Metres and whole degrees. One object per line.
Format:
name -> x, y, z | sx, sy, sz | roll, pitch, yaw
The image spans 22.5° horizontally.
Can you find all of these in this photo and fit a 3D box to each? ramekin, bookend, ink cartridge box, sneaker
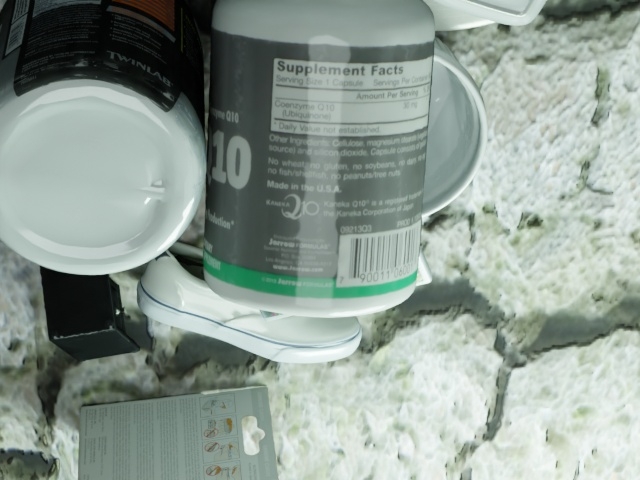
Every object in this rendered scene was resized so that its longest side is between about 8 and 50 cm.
ramekin -> 0.064, -0.130, 1.662 | 0.207, 0.109, 0.207 | -2, 123, -3
bookend -> -0.254, 0.041, 1.752 | 0.072, 0.156, 0.157 | -9, 166, 1
ink cartridge box -> -0.163, 0.250, 1.838 | 0.225, 0.181, 0.056 | -5, 123, -4
sneaker -> -0.072, 0.066, 1.781 | 0.258, 0.094, 0.091 | 13, 124, -12

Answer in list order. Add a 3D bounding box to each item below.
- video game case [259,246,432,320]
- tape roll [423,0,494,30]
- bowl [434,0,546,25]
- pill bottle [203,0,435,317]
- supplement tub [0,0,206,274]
video game case -> 0.000, 0.000, 1.669 | 0.190, 0.022, 0.173 | -14, 130, 14
tape roll -> 0.119, -0.388, 1.528 | 0.392, 0.072, 0.392 | -2, 123, -3
bowl -> 0.168, -0.272, 1.532 | 0.142, 0.053, 0.142 | 16, 122, -14
pill bottle -> -0.001, -0.127, 1.476 | 0.204, 0.204, 0.361 | 2, 104, -6
supplement tub -> -0.210, -0.136, 1.499 | 0.207, 0.338, 0.207 | -2, 121, -3
